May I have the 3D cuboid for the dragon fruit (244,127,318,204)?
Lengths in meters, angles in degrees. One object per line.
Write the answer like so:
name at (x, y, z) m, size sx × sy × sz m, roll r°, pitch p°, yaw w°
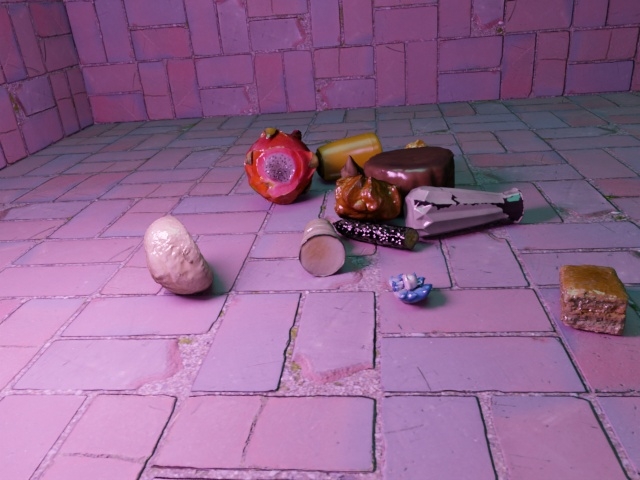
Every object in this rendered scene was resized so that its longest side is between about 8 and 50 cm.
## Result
dragon fruit at (-0.151, -0.279, 2.017) m, size 0.290 × 0.291 × 0.189 m, roll -11°, pitch 4°, yaw -12°

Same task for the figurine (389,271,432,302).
figurine at (0.232, 0.116, 1.343) m, size 0.114 × 0.079 × 0.114 m, roll -7°, pitch 18°, yaw 2°

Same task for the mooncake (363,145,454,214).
mooncake at (0.320, -0.213, 1.915) m, size 0.323 × 0.187 × 0.324 m, roll -5°, pitch 24°, yaw 2°

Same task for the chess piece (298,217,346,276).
chess piece at (0.000, 0.000, 1.595) m, size 0.133 × 0.133 × 0.243 m, roll -5°, pitch 21°, yaw -1°

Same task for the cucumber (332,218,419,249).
cucumber at (0.161, -0.025, 1.670) m, size 0.300 × 0.072 × 0.072 m, roll 12°, pitch 29°, yaw 38°

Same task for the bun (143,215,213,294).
bun at (-0.396, 0.057, 1.464) m, size 0.153 × 0.244 × 0.244 m, roll -37°, pitch 33°, yaw -10°

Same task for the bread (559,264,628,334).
bread at (0.621, 0.122, 1.234) m, size 0.138 × 0.102 × 0.196 m, roll 8°, pitch 26°, yaw 21°

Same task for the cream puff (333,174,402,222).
cream puff at (0.142, -0.130, 1.741) m, size 0.240 × 0.155 × 0.269 m, roll 10°, pitch 3°, yaw -28°

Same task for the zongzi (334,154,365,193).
zongzi at (0.164, -0.255, 2.016) m, size 0.204 × 0.205 × 0.094 m, roll -19°, pitch 46°, yaw -29°

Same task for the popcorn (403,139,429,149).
popcorn at (0.388, -0.308, 2.152) m, size 0.142 × 0.174 × 0.173 m, roll -2°, pitch 19°, yaw -37°

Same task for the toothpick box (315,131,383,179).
toothpick box at (0.114, -0.346, 2.257) m, size 0.271 × 0.175 × 0.175 m, roll -14°, pitch 26°, yaw -10°

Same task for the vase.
vase at (0.451, -0.100, 1.696) m, size 0.359 × 0.165 × 0.165 m, roll -5°, pitch 25°, yaw -8°
